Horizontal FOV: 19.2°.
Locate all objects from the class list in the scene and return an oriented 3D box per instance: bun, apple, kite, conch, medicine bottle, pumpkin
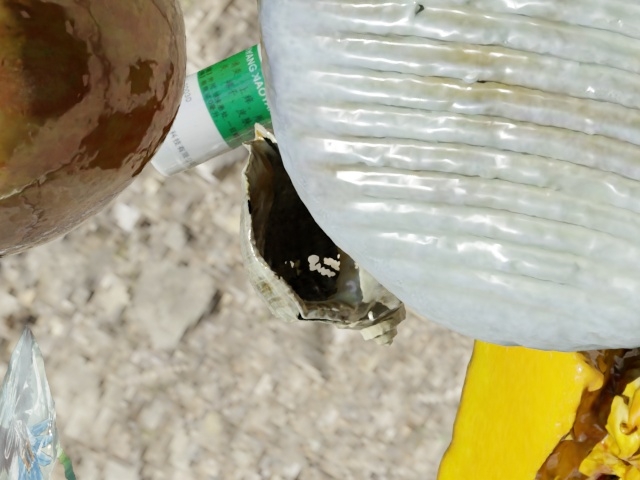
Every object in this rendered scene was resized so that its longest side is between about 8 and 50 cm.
[{"bbox_3d":[0.132,-0.119,0.934,0.362,0.362,0.211,-23,14,29],"label":"bun"},{"bbox_3d":[-0.208,-0.113,1.164,0.264,0.264,0.264,-21,52,31],"label":"apple"},{"bbox_3d":[-0.241,0.208,1.643,0.310,0.015,0.169,49,127,53],"label":"kite"},{"bbox_3d":[0.000,0.000,1.498,0.130,0.207,0.155,-25,10,17],"label":"conch"},{"bbox_3d":[-0.070,-0.159,2.030,0.260,0.095,0.095,-25,49,8],"label":"medicine bottle"},{"bbox_3d":[0.239,0.133,1.297,0.256,0.303,0.225,-62,-12,-58],"label":"pumpkin"}]
